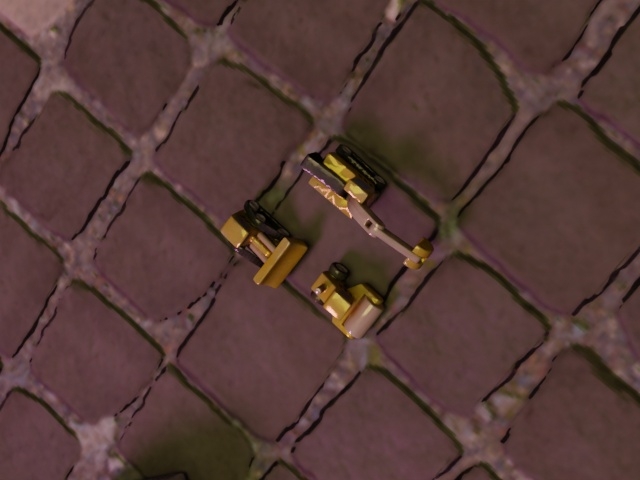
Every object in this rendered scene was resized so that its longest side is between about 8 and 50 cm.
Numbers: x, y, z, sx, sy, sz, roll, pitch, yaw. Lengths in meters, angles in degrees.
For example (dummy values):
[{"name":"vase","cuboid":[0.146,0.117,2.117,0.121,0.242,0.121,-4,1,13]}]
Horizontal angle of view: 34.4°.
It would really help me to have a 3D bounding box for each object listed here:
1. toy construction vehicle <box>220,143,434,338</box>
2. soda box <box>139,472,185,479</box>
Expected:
[{"name":"toy construction vehicle","cuboid":[0.000,0.000,0.540,0.098,0.035,0.086,45,111,12]},{"name":"soda box","cuboid":[-0.090,0.250,0.590,0.069,0.074,0.216,-17,90,25]}]
